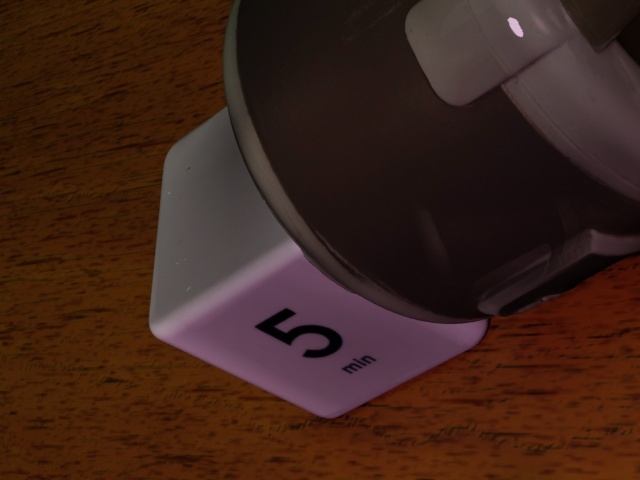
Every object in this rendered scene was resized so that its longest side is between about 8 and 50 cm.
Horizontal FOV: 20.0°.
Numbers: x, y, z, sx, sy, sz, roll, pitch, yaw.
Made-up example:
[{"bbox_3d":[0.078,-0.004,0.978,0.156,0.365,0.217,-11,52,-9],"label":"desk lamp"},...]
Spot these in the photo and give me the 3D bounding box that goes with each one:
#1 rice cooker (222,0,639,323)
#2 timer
[{"bbox_3d":[0.138,-0.129,1.247,0.325,0.335,0.335,-32,42,37],"label":"rice cooker"},{"bbox_3d":[0.000,0.000,1.436,0.194,0.195,0.192,-31,43,37],"label":"timer"}]
